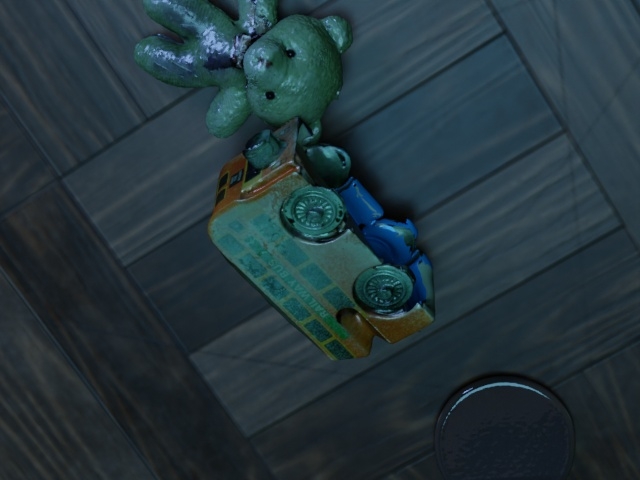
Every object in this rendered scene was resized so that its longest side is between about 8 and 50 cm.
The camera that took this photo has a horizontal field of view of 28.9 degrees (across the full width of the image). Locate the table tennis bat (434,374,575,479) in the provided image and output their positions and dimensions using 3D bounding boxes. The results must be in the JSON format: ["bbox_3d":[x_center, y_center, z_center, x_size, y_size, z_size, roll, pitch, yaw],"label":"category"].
[{"bbox_3d":[0.140,0.197,0.912,0.107,0.119,0.170,-4,106,7],"label":"table tennis bat"}]

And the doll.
[{"bbox_3d":[-0.058,-0.124,0.853,0.150,0.077,0.115,17,102,10],"label":"doll"}]

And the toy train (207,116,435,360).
[{"bbox_3d":[0.000,0.000,0.861,0.099,0.072,0.188,-29,121,27],"label":"toy train"}]
